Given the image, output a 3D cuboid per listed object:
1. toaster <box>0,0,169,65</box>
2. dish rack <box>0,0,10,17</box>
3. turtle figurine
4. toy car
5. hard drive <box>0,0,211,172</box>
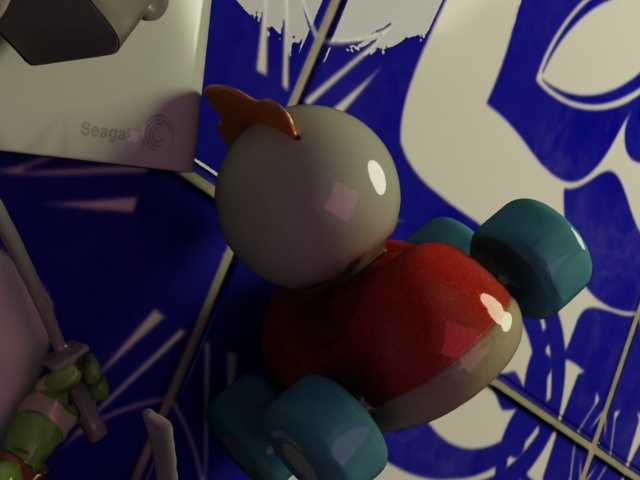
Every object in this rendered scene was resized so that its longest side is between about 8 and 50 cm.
[{"bbox_3d":[-0.126,-0.203,0.647,0.185,0.110,0.168,50,60,-37],"label":"toaster"},{"bbox_3d":[-0.307,-0.154,0.482,0.333,0.072,0.285,-26,118,-12],"label":"dish rack"},{"bbox_3d":[-0.093,0.148,0.733,0.266,0.198,0.274,28,80,-49],"label":"turtle figurine"},{"bbox_3d":[0.000,0.000,0.838,0.219,0.210,0.238,-38,100,-21],"label":"toy car"},{"bbox_3d":[-0.139,-0.199,0.742,0.203,0.040,0.307,4,93,-46],"label":"hard drive"}]
